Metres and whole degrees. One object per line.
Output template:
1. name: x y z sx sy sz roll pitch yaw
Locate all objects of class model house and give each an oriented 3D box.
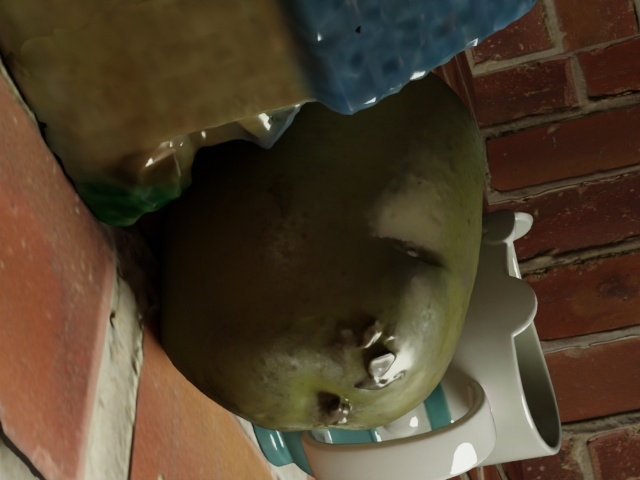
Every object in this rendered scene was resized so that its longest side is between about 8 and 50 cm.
1. model house: -0.030 -0.265 0.884 0.382 0.342 0.335 -84 156 -54

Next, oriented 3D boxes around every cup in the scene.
1. cup: 0.076 0.115 1.153 0.290 0.257 0.219 -75 149 -63

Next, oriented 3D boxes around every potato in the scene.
1. potato: 0.000 0.000 0.981 0.221 0.243 0.326 61 34 -36
